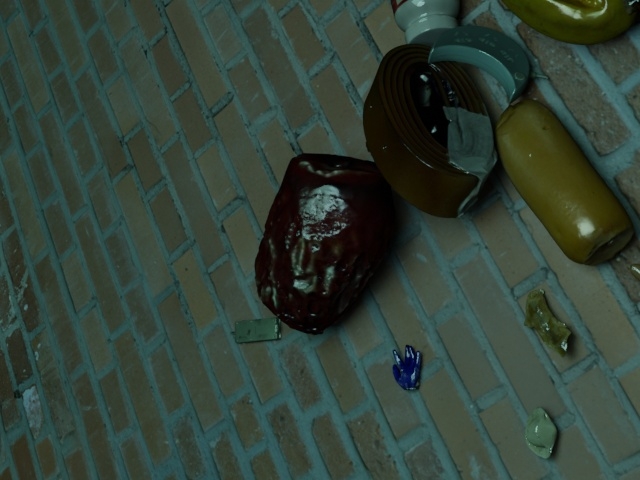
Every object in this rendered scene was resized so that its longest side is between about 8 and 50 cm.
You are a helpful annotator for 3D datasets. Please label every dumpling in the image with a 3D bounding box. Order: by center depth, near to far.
[{"bbox_3d":[0.379,0.332,1.636,0.052,0.057,0.076,-33,85,-14],"label":"dumpling"}]

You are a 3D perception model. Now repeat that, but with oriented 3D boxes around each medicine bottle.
[{"bbox_3d":[0.198,-0.499,1.863,0.131,0.131,0.250,-21,69,31],"label":"medicine bottle"}]

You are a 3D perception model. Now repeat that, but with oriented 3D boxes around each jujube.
[{"bbox_3d":[0.000,0.000,1.820,0.258,0.258,0.377,45,121,32],"label":"jujube"}]

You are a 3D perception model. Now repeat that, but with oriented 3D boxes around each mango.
[{"bbox_3d":[0.428,-0.502,1.684,0.253,0.182,0.365,-39,72,21],"label":"mango"}]

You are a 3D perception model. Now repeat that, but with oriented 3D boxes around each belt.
[{"bbox_3d":[0.200,-0.202,1.744,0.122,0.217,0.339,113,148,-51],"label":"belt"}]

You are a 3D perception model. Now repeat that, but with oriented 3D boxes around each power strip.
[{"bbox_3d":[0.315,-0.330,1.754,0.216,0.044,0.137,28,54,12],"label":"power strip"},{"bbox_3d":[-0.140,0.194,2.040,0.136,0.019,0.051,-10,77,34],"label":"power strip"}]

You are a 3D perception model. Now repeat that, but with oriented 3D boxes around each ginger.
[{"bbox_3d":[0.397,0.148,1.655,0.137,0.044,0.057,60,144,34],"label":"ginger"}]

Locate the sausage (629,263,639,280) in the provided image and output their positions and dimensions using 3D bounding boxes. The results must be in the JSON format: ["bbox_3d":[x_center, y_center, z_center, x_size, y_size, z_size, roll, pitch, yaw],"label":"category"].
[{"bbox_3d":[0.558,0.076,1.562,0.116,0.026,0.026,43,106,33],"label":"sausage"}]

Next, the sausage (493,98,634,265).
[{"bbox_3d":[0.404,-0.118,1.660,0.134,0.116,0.354,-47,54,27],"label":"sausage"}]

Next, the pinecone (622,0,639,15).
[{"bbox_3d":[0.616,-0.406,1.494,0.272,0.224,0.224,-9,75,10],"label":"pinecone"}]

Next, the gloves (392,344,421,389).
[{"bbox_3d":[0.163,0.242,1.811,0.064,0.026,0.086,-5,78,37],"label":"gloves"}]
